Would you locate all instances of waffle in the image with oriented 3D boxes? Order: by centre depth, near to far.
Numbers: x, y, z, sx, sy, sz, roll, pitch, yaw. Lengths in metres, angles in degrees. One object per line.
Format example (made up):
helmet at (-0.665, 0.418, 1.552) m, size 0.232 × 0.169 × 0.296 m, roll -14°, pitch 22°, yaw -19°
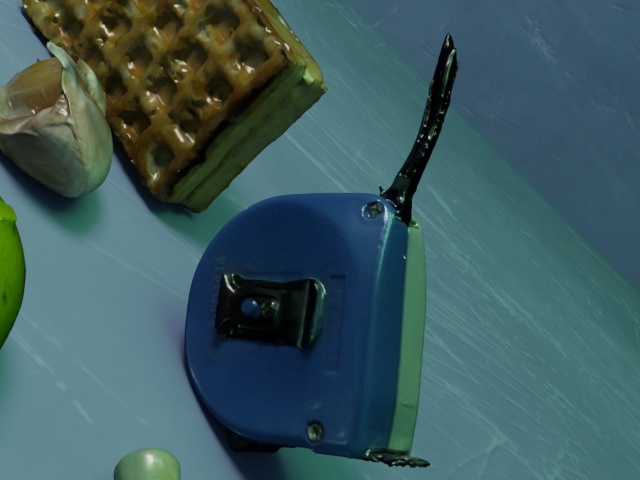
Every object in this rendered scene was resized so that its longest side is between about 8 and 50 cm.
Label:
waffle at (-0.154, -0.204, 0.979) m, size 0.308 × 0.213 × 0.091 m, roll 54°, pitch 21°, yaw 20°

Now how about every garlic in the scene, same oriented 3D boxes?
garlic at (-0.231, -0.115, 0.847) m, size 0.124 × 0.099 × 0.174 m, roll 51°, pitch 16°, yaw -33°

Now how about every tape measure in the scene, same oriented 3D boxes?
tape measure at (0.000, 0.000, 0.785) m, size 0.098 × 0.215 × 0.352 m, roll 21°, pitch 72°, yaw -51°

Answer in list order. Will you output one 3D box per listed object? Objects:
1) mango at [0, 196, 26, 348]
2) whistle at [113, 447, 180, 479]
mango at (-0.234, 0.024, 0.588) m, size 0.119 × 0.100 × 0.178 m, roll 33°, pitch 33°, yaw -37°
whistle at (-0.086, 0.230, 0.551) m, size 0.126 × 0.067 × 0.258 m, roll 33°, pitch 23°, yaw -35°
